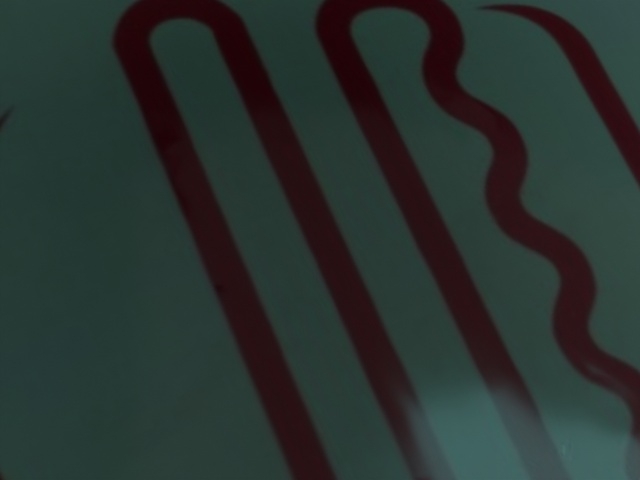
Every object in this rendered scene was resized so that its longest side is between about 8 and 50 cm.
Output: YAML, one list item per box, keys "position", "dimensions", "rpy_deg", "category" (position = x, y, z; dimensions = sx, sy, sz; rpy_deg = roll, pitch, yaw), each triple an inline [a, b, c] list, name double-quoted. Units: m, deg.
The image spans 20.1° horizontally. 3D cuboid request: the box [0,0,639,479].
- position: [-0.047, 0.099, 0.486]
  dimensions: [0.300, 0.314, 0.312]
  rpy_deg: [-14, 61, -19]
  category: "box"
